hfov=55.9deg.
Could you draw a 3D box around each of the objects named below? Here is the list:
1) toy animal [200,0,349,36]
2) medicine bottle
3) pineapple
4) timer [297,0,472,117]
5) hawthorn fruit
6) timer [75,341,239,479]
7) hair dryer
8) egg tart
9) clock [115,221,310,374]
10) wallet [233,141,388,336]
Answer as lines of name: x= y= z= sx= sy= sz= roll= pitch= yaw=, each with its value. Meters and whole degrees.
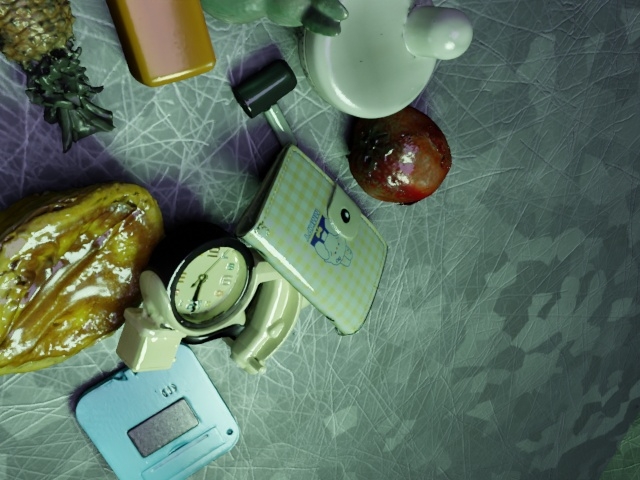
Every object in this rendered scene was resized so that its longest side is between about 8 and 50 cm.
toy animal: x=-0.065 y=-0.355 z=0.860 sx=0.125 sy=0.251 sz=0.127 roll=-57 pitch=169 yaw=-26
medicine bottle: x=-0.234 y=-0.336 z=0.824 sx=0.112 sy=0.149 sz=0.222 roll=-22 pitch=119 yaw=-18
pineapple: x=-0.368 y=-0.248 z=0.819 sx=0.128 sy=0.128 sz=0.248 roll=-27 pitch=125 yaw=-14
timer: x=0.090 y=-0.308 z=0.945 sx=0.233 sy=0.240 sz=0.234 roll=-11 pitch=116 yaw=-24
hawthorn fruit: x=0.165 y=-0.155 z=1.099 sx=0.235 sy=0.181 sz=0.181 roll=1 pitch=111 yaw=-38
timer: x=-0.304 y=0.329 z=1.140 sx=0.231 sy=0.091 sz=0.250 roll=-29 pitch=110 yaw=-12
hair dryer: x=-0.066 y=-0.203 z=1.034 sx=0.100 sy=0.057 sz=0.198 roll=-35 pitch=131 yaw=-9
egg tart: x=-0.389 y=0.047 z=0.896 sx=0.339 sy=0.153 sz=0.352 roll=-6 pitch=132 yaw=-59
clock: x=-0.147 y=0.108 z=1.050 sx=0.379 sy=0.120 sz=0.277 roll=14 pitch=104 yaw=-47
wallet: x=0.000 y=0.000 z=1.055 sx=0.309 sy=0.077 sz=0.223 roll=48 pitch=54 yaw=-35
